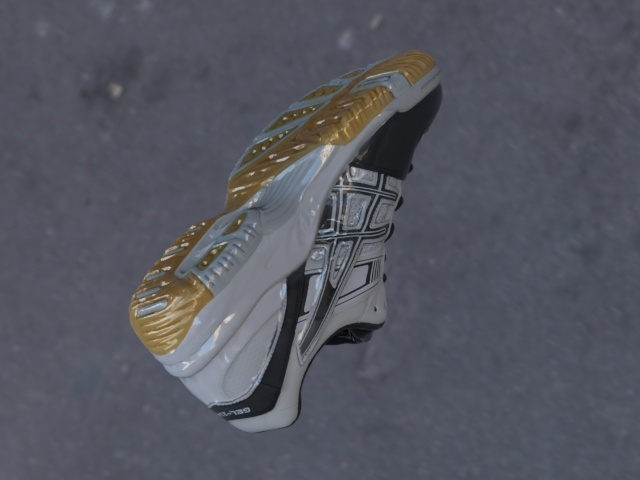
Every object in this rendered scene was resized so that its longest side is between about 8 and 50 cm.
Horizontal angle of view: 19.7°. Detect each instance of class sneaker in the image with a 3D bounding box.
[{"bbox_3d":[0.000,0.000,0.335,0.032,0.037,0.083,-11,33,53],"label":"sneaker"}]
